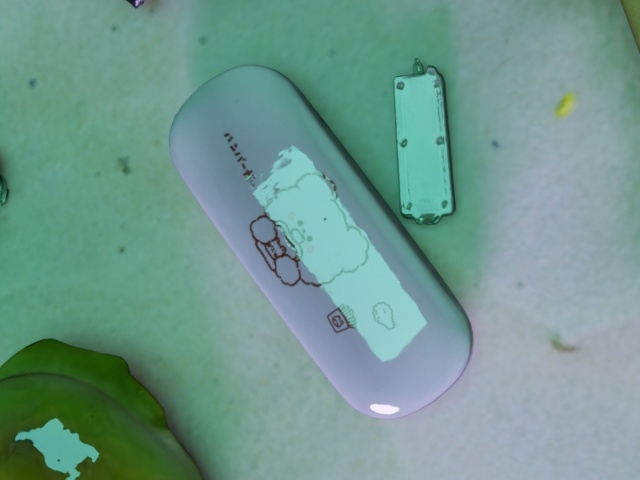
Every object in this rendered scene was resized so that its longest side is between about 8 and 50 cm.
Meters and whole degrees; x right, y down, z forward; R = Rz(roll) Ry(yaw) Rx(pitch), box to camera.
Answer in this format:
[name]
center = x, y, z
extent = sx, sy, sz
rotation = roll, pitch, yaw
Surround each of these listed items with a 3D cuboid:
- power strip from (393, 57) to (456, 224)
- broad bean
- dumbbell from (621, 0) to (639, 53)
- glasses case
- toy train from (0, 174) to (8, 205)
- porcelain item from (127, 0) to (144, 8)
[power strip]
center = 0.052, -0.049, 0.817
extent = 0.027, 0.017, 0.083
rotation = -3, 90, 10
[broad bean]
center = -0.118, 0.136, 0.823
extent = 0.124, 0.082, 0.174
rotation = -26, 95, 10
[dumbbell]
center = 0.178, -0.069, 0.748
extent = 0.108, 0.121, 0.302
rotation = -24, 86, 38
[glasses case]
center = 0.000, 0.000, 0.810
extent = 0.074, 0.049, 0.193
rotation = -37, 85, 8
[toy train]
center = -0.198, -0.013, 0.856
extent = 0.053, 0.033, 0.083
rotation = 23, 94, 13
[porcelain item]
center = -0.141, -0.241, 0.797
extent = 0.288, 0.138, 0.186
rotation = 21, 83, 9
